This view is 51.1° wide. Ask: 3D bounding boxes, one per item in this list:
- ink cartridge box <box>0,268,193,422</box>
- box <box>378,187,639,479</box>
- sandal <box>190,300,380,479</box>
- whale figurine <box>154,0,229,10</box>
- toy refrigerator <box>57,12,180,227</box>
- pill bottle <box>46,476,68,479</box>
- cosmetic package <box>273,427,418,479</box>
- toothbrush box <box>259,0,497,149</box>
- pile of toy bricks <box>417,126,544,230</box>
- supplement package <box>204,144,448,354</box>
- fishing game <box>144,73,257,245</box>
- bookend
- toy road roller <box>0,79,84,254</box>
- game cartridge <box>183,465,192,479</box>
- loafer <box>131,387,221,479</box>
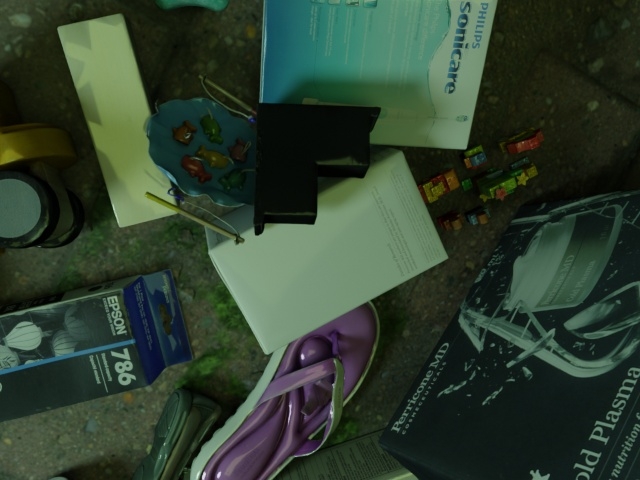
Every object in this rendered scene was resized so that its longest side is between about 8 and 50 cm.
[{"bbox_3d":[-0.371,0.159,1.006,0.333,0.065,0.165,-14,105,-9],"label":"ink cartridge box"},{"bbox_3d":[0.406,0.193,0.890,0.297,0.472,0.479,40,72,-16],"label":"box"},{"bbox_3d":[-0.032,0.269,1.059,0.169,0.102,0.416,39,86,-27],"label":"sandal"},{"bbox_3d":[-0.172,-0.439,0.859,0.216,0.141,0.271,-2,104,-11],"label":"whale figurine"},{"bbox_3d":[-0.276,-0.163,0.926,0.094,0.102,0.269,-15,106,-7],"label":"toy refrigerator"},{"bbox_3d":[-0.387,0.488,1.050,0.124,0.124,0.221,-23,107,-5],"label":"pill bottle"},{"bbox_3d":[0.060,0.424,1.110,0.296,0.153,0.129,-15,105,-6],"label":"cosmetic package"},{"bbox_3d":[0.067,-0.252,0.917,0.296,0.126,0.216,2,120,-4],"label":"toothbrush box"},{"bbox_3d":[0.269,-0.089,1.051,0.212,0.105,0.118,-27,107,-4],"label":"pile of toy bricks"},{"bbox_3d":[0.000,0.000,0.981,0.293,0.177,0.175,-28,108,-4],"label":"supplement package"},{"bbox_3d":[-0.142,-0.127,0.900,0.189,0.264,0.041,31,134,-16],"label":"fishing game"},{"bbox_3d":[-0.005,-0.087,0.850,0.157,0.072,0.156,0,80,-4],"label":"bookend"},{"bbox_3d":[-0.483,-0.080,0.863,0.330,0.202,0.240,-17,91,-7],"label":"toy road roller"},{"bbox_3d":[-0.203,0.416,1.126,0.056,0.017,0.083,1,103,-8],"label":"game cartridge"},{"bbox_3d":[-0.241,0.369,1.069,0.084,0.096,0.267,22,95,-26],"label":"loafer"}]
